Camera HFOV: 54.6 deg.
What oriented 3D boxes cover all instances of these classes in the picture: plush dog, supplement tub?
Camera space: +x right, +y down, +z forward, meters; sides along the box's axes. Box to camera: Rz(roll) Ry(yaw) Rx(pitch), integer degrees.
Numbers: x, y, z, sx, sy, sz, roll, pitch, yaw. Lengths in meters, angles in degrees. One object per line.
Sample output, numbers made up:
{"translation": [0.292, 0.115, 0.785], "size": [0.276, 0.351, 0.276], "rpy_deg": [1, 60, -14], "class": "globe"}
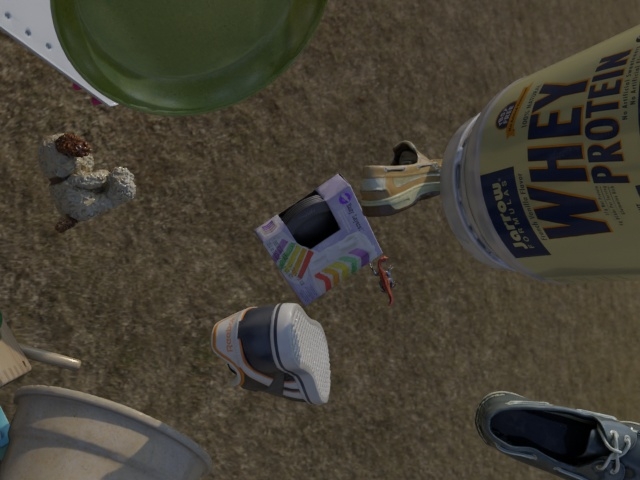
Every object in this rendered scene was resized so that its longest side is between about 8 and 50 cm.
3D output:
{"translation": [-0.635, -0.162, 1.580], "size": [0.210, 0.262, 0.226], "rpy_deg": [-39, 113, -39], "class": "plush dog"}
{"translation": [0.295, -0.076, 0.614], "size": [0.235, 0.324, 0.236], "rpy_deg": [3, 83, -25], "class": "supplement tub"}

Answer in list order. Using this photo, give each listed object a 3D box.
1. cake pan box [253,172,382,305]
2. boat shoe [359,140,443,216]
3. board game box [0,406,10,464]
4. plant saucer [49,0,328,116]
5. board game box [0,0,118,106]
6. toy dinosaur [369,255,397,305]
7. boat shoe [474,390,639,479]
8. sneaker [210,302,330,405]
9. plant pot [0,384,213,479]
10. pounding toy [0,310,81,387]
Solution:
{"translation": [0.000, 0.000, 1.492], "size": [0.245, 0.070, 0.267], "rpy_deg": [-34, 132, -7], "class": "cake pan box"}
{"translation": [0.110, -0.085, 0.746], "size": [0.190, 0.068, 0.072], "rpy_deg": [-28, 110, -53], "class": "boat shoe"}
{"translation": [-0.644, 0.457, 1.062], "size": [0.253, 0.079, 0.336], "rpy_deg": [-23, 144, -35], "class": "board game box"}
{"translation": [-0.105, -0.211, 0.527], "size": [0.240, 0.241, 0.037], "rpy_deg": [8, 44, -45], "class": "plant saucer"}
{"translation": [-0.453, -0.492, 1.064], "size": [0.390, 0.050, 0.390], "rpy_deg": [38, 58, -51], "class": "board game box"}
{"translation": [0.139, 0.075, 1.299], "size": [0.082, 0.047, 0.090], "rpy_deg": [66, 0, -49], "class": "toy dinosaur"}
{"translation": [0.372, 0.293, 0.853], "size": [0.099, 0.319, 0.116], "rpy_deg": [34, 73, -72], "class": "boat shoe"}
{"translation": [-0.065, 0.174, 0.948], "size": [0.321, 0.127, 0.126], "rpy_deg": [65, 22, -61], "class": "sneaker"}
{"translation": [-0.371, 0.430, 0.921], "size": [0.334, 0.333, 0.306], "rpy_deg": [44, 48, -33], "class": "plant pot"}
{"translation": [-0.301, 0.091, 0.508], "size": [0.141, 0.100, 0.130], "rpy_deg": [-29, 92, -9], "class": "pounding toy"}
